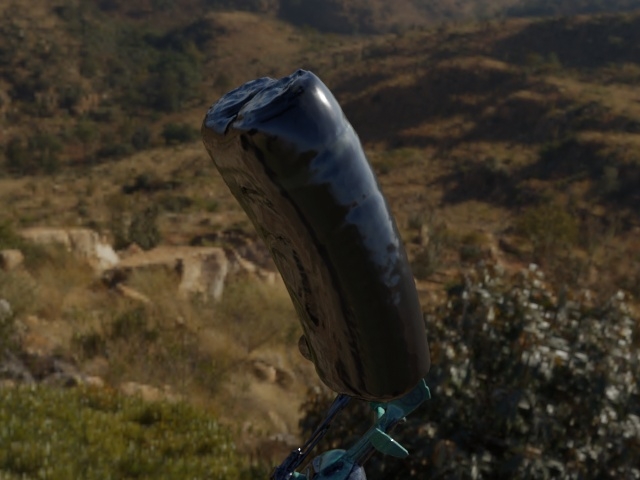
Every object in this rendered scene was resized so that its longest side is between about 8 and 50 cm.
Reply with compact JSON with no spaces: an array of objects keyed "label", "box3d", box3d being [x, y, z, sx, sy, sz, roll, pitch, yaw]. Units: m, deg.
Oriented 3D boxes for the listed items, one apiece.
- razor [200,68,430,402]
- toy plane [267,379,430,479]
[{"label":"razor","box3d":[0.001,-0.002,0.972,0.113,0.349,0.204,-32,22,-22]},{"label":"toy plane","box3d":[0.016,0.314,1.220,0.155,0.381,0.106,36,17,-10]}]
